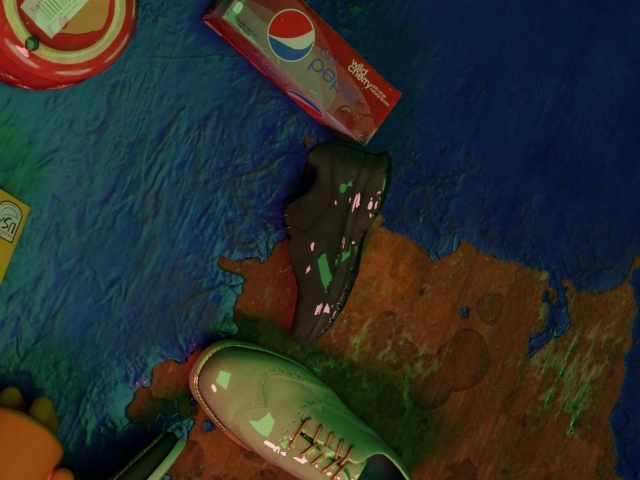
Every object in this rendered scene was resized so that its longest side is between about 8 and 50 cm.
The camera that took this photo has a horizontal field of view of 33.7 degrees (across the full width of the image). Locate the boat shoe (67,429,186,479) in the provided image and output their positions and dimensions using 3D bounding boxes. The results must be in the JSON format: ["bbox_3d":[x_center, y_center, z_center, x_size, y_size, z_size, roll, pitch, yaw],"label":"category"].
[{"bbox_3d":[-0.319,0.338,1.302,0.340,0.127,0.113,-43,88,-12],"label":"boat shoe"}]

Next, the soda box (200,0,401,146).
[{"bbox_3d":[-0.022,-0.238,1.374,0.263,0.083,0.092,40,81,-27],"label":"soda box"}]

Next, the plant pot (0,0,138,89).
[{"bbox_3d":[-0.302,-0.260,1.180,0.191,0.174,0.191,-6,103,-27],"label":"plant pot"}]

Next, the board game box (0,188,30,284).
[{"bbox_3d":[-0.467,0.051,1.113,0.242,0.064,0.316,37,60,-44],"label":"board game box"}]

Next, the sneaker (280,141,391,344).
[{"bbox_3d":[0.000,0.000,1.422,0.130,0.109,0.286,19,102,2],"label":"sneaker"}]

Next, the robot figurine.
[{"bbox_3d":[-0.382,0.279,1.223,0.158,0.128,0.219,39,50,-23],"label":"robot figurine"}]

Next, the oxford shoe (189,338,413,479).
[{"bbox_3d":[-0.002,0.264,1.429,0.397,0.146,0.140,36,82,-26],"label":"oxford shoe"}]
